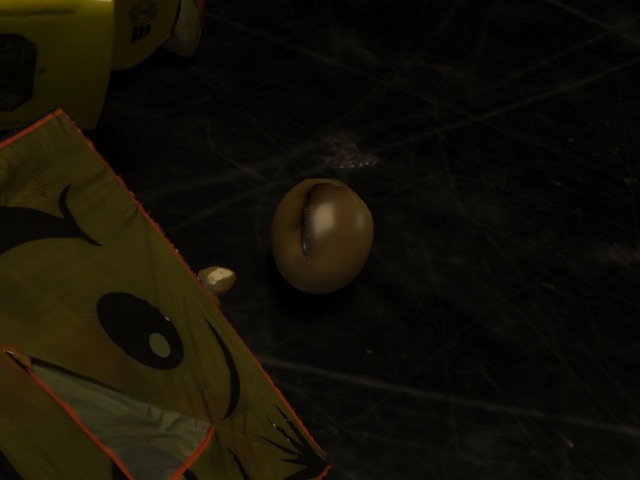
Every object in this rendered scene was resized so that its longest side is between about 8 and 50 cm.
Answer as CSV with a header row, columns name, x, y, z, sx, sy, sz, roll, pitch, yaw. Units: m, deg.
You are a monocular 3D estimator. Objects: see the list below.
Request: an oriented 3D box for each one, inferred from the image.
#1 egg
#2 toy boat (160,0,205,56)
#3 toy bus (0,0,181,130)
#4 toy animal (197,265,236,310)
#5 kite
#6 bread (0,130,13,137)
name,x,y,z,sx,sy,sz,roll,pitch,yaw
egg,0.000,0.000,0.992,0.071,0.071,0.083,17,54,1
toy boat,-0.201,-0.247,1.198,0.276,0.111,0.293,41,35,18
toy bus,-0.232,-0.148,0.916,0.330,0.144,0.152,-6,49,-23
toy animal,-0.093,0.046,0.916,0.083,0.060,0.081,1,1,-16
kite,-0.106,0.077,0.782,0.327,0.013,0.377,27,37,-37
bread,-0.270,-0.066,0.977,0.160,0.073,0.160,9,39,-7
